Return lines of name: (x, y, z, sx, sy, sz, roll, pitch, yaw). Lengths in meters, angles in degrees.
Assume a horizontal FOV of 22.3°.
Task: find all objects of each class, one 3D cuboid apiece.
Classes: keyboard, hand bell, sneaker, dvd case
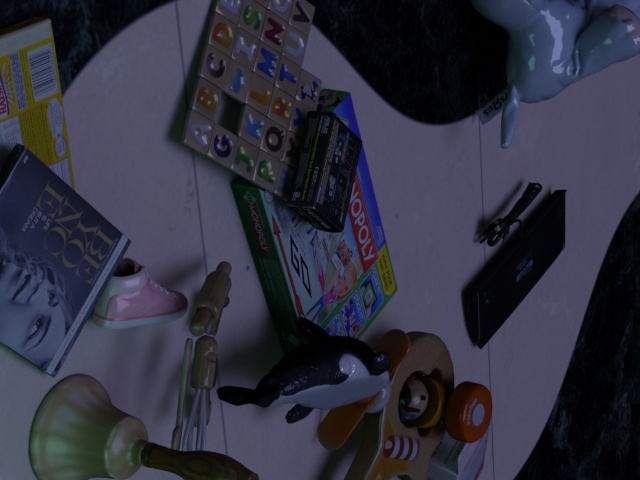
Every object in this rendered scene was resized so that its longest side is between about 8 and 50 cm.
keyboard: (0.306, 0.011, 2.535, 0.317, 0.033, 0.202, -45, 140, -44)
hand bell: (-0.164, 0.220, 1.657, 0.126, 0.242, 0.126, -22, 117, -54)
sneaker: (-0.188, 0.052, 1.750, 0.134, 0.051, 0.070, -9, 111, -52)
dvd case: (-0.279, 0.025, 1.595, 0.164, 0.018, 0.221, -62, 150, -13)

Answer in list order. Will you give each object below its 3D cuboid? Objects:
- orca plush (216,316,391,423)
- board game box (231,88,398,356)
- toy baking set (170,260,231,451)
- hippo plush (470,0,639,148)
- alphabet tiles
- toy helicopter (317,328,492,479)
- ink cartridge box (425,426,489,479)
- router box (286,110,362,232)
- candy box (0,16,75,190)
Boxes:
orca plush: (-0.021, 0.148, 1.962, 0.287, 0.151, 0.102, -10, 65, -46)
board game box: (0.000, 0.000, 2.037, 0.213, 0.046, 0.317, -49, 137, -38)
toy baking set: (-0.126, 0.143, 1.800, 0.256, 0.030, 0.197, -70, 164, -69)
hippo plush: (0.296, -0.337, 2.312, 0.294, 0.234, 0.236, -34, 118, 4)
alphabet tiles: (-0.067, -0.186, 1.868, 0.198, 0.009, 0.237, 28, 69, -46)
toy helicopter: (0.077, 0.272, 2.154, 0.355, 0.140, 0.235, -59, 140, -26)
ink cartridge box: (0.191, 0.313, 2.351, 0.115, 0.067, 0.198, -57, 160, -33)
router box: (0.006, -0.081, 1.926, 0.092, 0.038, 0.122, 41, 58, -60)
candy box: (-0.290, -0.103, 1.570, 0.105, 0.027, 0.206, -30, 123, -46)
